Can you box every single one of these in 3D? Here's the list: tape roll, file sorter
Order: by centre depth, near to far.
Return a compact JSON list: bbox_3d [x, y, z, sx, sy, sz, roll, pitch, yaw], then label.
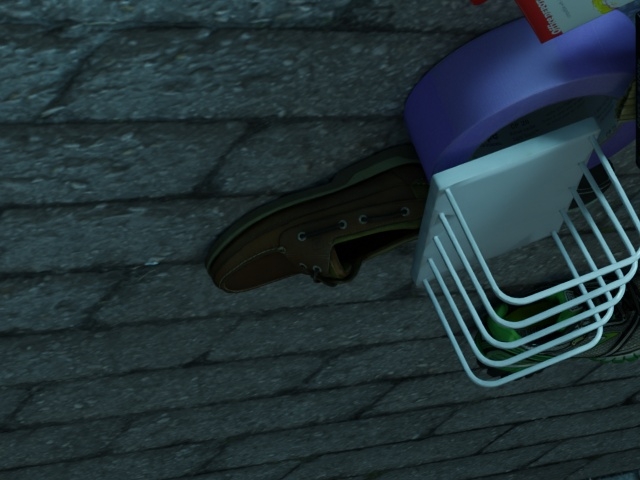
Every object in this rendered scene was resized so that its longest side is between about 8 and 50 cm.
[{"bbox_3d":[0.234,-0.145,1.896,0.274,0.090,0.275,-16,158,-7],"label":"tape roll"},{"bbox_3d":[0.233,0.023,1.926,0.193,0.173,0.278,-21,159,-11],"label":"file sorter"}]

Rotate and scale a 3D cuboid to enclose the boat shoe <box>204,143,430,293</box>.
[{"bbox_3d":[0.000,0.000,2.017,0.307,0.104,0.110,-29,157,23],"label":"boat shoe"}]

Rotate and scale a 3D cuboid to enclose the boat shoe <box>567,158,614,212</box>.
[{"bbox_3d":[0.272,-0.080,2.093,0.227,0.081,0.068,-5,158,-28],"label":"boat shoe"}]

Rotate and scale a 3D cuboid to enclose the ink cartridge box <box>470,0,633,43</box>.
[{"bbox_3d":[0.243,-0.267,1.624,0.231,0.078,0.134,-25,158,13],"label":"ink cartridge box"}]

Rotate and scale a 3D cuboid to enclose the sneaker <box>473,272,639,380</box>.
[{"bbox_3d":[0.407,0.122,2.628,0.343,0.134,0.146,-16,158,-8],"label":"sneaker"}]

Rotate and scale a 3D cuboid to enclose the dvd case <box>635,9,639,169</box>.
[{"bbox_3d":[0.407,-0.184,1.782,0.179,0.029,0.239,-27,143,-10],"label":"dvd case"}]

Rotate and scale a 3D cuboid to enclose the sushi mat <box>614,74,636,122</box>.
[{"bbox_3d":[0.458,-0.200,1.845,0.316,0.019,0.151,-7,138,-31],"label":"sushi mat"}]
